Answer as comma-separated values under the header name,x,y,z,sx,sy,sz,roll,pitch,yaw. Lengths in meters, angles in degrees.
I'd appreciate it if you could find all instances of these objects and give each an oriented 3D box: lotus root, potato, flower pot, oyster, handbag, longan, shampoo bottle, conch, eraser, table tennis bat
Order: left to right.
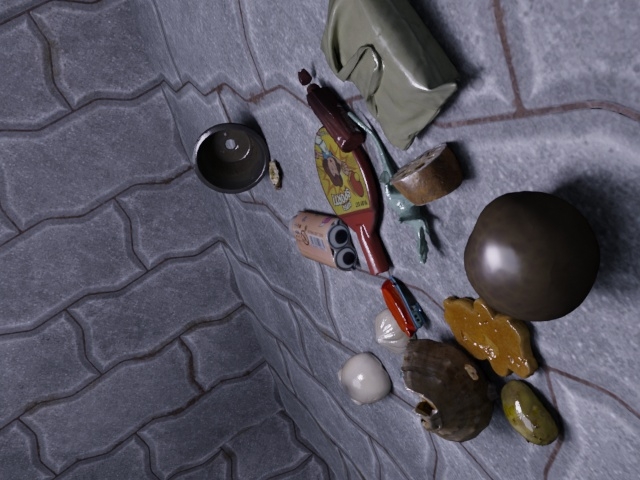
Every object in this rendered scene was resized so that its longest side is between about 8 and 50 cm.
name,x,y,z,sx,sy,sz,roll,pitch,yaw
flower pot,-0.322,-0.320,1.875,0.166,0.269,0.268,-105,3,-55
oyster,-0.158,-0.227,1.834,0.086,0.029,0.132,67,163,9
eraser,0.000,0.000,1.646,0.291,0.087,0.171,16,126,63
shampoo bottle,0.016,-0.315,1.250,0.236,0.067,0.068,57,162,23
table tennis bat,0.085,-0.107,1.367,0.414,0.051,0.268,69,159,-5
handbag,0.108,-0.334,0.951,0.315,0.109,0.253,55,162,8
lotus root,0.198,-0.118,0.979,0.081,0.112,0.122,60,160,-11
conch,0.285,0.326,1.190,0.263,0.186,0.324,57,-177,21
potato,0.420,0.353,1.064,0.138,0.070,0.091,52,156,29
longan,0.311,0.022,0.777,0.198,0.198,0.212,50,154,33

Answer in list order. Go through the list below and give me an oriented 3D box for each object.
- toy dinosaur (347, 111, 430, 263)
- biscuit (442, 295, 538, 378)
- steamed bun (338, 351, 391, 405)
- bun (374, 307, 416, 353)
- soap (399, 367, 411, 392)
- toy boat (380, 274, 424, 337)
name,x,y,z,sx,sy,sz,roll,pitch,yaw
toy dinosaur,0.159,-0.130,1.112,0.129,0.076,0.382,69,-179,-85
biscuit,0.350,0.195,1.096,0.249,0.035,0.184,8,121,67
steamed bun,0.143,0.488,1.814,0.177,0.131,0.228,58,157,12
bun,0.197,0.266,1.473,0.138,0.094,0.138,50,159,28
soap,0.267,0.357,1.397,0.056,0.100,0.149,56,-176,4
toy boat,0.214,0.168,1.364,0.172,0.059,0.069,61,160,27
